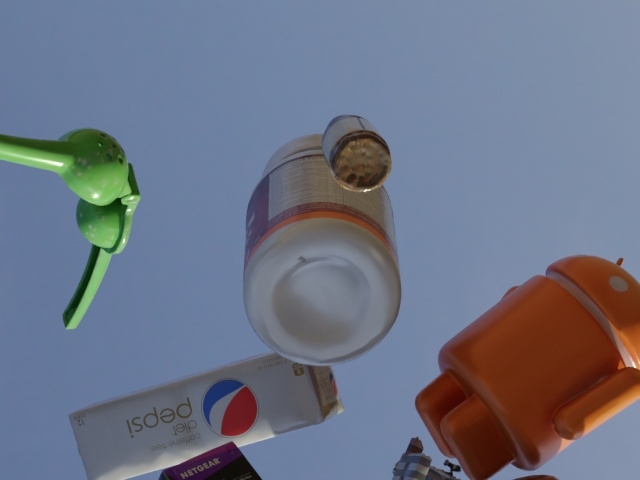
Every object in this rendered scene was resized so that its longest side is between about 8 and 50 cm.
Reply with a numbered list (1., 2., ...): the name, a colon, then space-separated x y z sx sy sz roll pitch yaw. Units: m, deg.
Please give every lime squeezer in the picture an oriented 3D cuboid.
1. lime squeezer: -0.175 -0.019 1.381 0.059 0.110 0.310 52 174 28

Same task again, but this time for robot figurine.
1. robot figurine: 0.182 0.096 1.582 0.128 0.219 0.158 53 171 4

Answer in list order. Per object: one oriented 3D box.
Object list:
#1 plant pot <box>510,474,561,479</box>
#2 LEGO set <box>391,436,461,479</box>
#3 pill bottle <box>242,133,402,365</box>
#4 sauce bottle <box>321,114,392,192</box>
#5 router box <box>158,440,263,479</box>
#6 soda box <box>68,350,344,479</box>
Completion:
1. plant pot: 0.162 0.365 1.470 0.272 0.272 0.265 6 -143 -53
2. LEGO set: 0.136 0.319 1.961 0.331 0.255 0.192 26 -104 -9
3. pill bottle: 0.000 0.000 1.564 0.121 0.121 0.221 41 -163 -16
4. sauce bottle: 0.022 -0.061 1.303 0.042 0.042 0.128 44 -173 -10
5. router box: -0.042 0.199 0.920 0.046 0.179 0.133 -20 -121 -35
6. soda box: -0.095 0.144 1.653 0.074 0.216 0.069 -14 -93 -75
